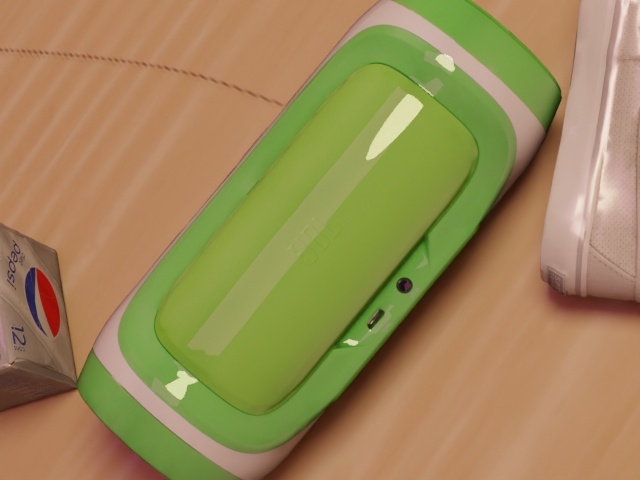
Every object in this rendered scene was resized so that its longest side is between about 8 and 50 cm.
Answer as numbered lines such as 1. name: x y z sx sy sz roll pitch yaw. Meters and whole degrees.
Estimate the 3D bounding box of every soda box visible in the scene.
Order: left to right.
1. soda box: -0.301 0.078 0.953 0.286 0.091 0.098 -18 71 14

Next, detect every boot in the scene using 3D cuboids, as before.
1. boot: 0.202 -0.089 0.841 0.123 0.095 0.258 9 86 15

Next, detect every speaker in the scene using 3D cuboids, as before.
1. speaker: 0.000 0.000 0.856 0.131 0.131 0.296 40 90 24
